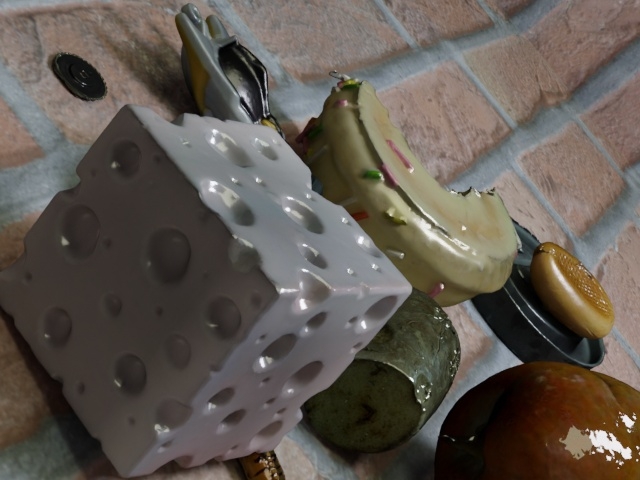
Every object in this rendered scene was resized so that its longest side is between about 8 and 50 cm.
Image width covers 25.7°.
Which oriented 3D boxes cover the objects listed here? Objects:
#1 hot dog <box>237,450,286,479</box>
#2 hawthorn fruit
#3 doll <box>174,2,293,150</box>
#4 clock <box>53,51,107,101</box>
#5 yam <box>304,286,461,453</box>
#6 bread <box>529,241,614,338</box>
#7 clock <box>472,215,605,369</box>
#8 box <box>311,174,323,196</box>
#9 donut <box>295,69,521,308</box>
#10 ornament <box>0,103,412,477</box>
[{"bbox_3d":[-0.066,0.212,1.436,0.049,0.037,0.122,16,42,-56],"label":"hot dog"},{"bbox_3d":[0.255,0.272,1.628,0.300,0.268,0.268,18,38,-36],"label":"hawthorn fruit"},{"bbox_3d":[-0.100,-0.173,1.859,0.145,0.103,0.316,-33,91,-50],"label":"doll"},{"bbox_3d":[-0.287,-0.197,1.686,0.074,0.010,0.083,51,24,4],"label":"clock"},{"bbox_3d":[0.082,0.150,1.652,0.154,0.154,0.254,48,23,-2],"label":"yam"},{"bbox_3d":[0.388,0.082,2.203,0.189,0.077,0.114,43,45,-17],"label":"bread"},{"bbox_3d":[0.338,0.091,2.268,0.312,0.061,0.313,38,26,-23],"label":"clock"},{"bbox_3d":[-0.105,-0.042,1.572,0.201,0.090,0.144,21,26,7],"label":"box"},{"bbox_3d":[0.122,-0.044,1.989,0.371,0.150,0.307,38,27,-23],"label":"donut"},{"bbox_3d":[-0.111,0.046,1.319,0.239,0.240,0.239,49,22,23],"label":"ornament"}]
